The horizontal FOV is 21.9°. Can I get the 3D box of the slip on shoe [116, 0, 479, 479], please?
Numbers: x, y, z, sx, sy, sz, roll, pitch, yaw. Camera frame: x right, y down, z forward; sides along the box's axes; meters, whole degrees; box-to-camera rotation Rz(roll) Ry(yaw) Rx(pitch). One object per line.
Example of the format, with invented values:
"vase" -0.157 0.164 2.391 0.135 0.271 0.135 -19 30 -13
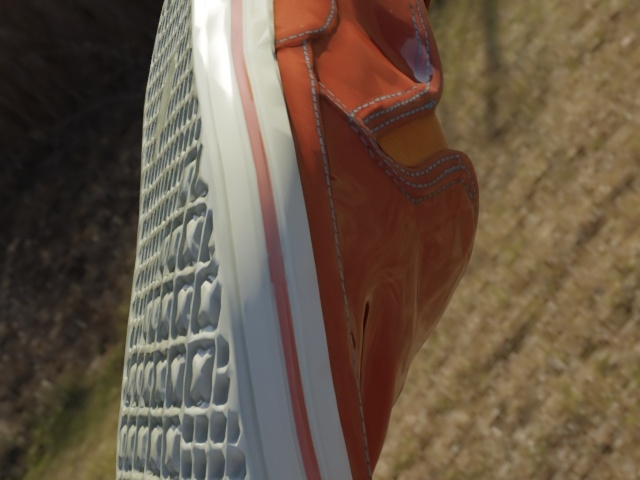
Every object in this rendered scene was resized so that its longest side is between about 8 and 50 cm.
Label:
"slip on shoe" 0.000 0.000 0.479 0.331 0.101 0.123 -92 19 -50
